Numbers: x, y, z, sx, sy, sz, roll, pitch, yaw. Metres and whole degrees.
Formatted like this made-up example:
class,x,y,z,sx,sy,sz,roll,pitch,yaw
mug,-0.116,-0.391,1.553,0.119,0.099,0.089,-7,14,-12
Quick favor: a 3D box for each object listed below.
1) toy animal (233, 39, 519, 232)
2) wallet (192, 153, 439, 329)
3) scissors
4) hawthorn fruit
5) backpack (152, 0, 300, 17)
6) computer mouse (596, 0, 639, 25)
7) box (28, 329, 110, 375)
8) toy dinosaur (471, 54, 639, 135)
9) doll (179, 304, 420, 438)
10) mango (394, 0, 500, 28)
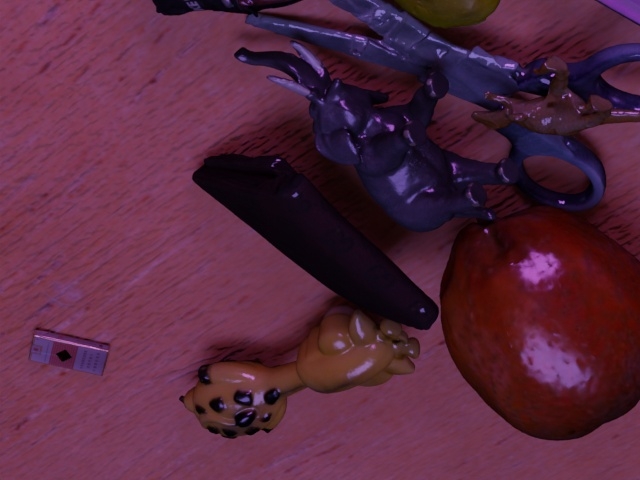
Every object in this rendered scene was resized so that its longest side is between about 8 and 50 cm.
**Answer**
class,x,y,z,sx,sy,sz,roll,pitch,yaw
toy animal,0.057,-0.098,1.470,0.269,0.082,0.137,40,148,-21
wallet,0.000,0.000,1.585,0.229,0.049,0.182,42,164,-31
scissors,0.123,-0.148,1.471,0.383,0.029,0.256,20,147,-9
hawthorn fruit,0.203,0.057,1.574,0.210,0.210,0.262,-31,108,32
backpack,-0.070,-0.238,1.352,0.165,0.106,0.120,-15,115,20
computer mouse,0.270,-0.241,1.339,0.310,0.072,0.158,23,138,-27
box,-0.275,0.123,1.817,0.083,0.012,0.046,13,136,-8
toy dinosaur,0.222,-0.105,1.441,0.162,0.039,0.126,17,158,-11
doll,-0.026,0.140,1.758,0.291,0.086,0.117,-25,132,31
mango,0.079,-0.237,1.345,0.165,0.074,0.091,38,98,-11
